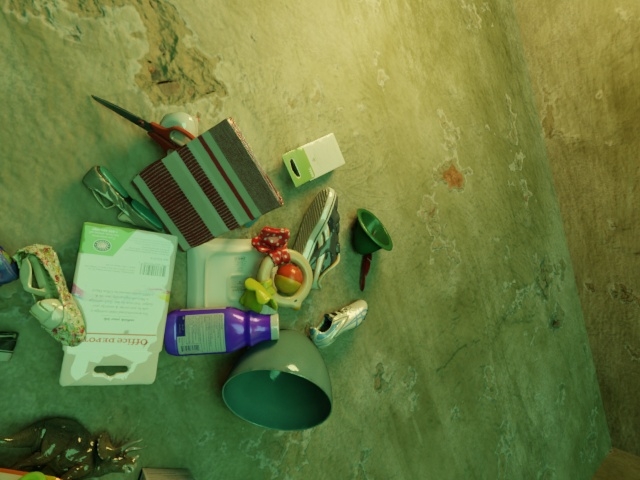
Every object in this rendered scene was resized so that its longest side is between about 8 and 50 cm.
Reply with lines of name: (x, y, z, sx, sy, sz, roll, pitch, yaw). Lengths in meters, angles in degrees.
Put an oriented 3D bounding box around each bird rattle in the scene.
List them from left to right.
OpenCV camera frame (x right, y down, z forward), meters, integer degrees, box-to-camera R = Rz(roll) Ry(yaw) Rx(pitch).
bird rattle: (-0.118, 0.090, 1.160, 0.207, 0.143, 0.253, 28, 63, -24)

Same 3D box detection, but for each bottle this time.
bottle: (-0.249, 0.229, 1.063, 0.283, 0.092, 0.118, -3, 93, -6)

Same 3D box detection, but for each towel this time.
towel: (-0.283, -0.124, 1.021, 0.237, 0.329, 0.037, 60, 23, -17)

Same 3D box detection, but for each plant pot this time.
plant pot: (-0.105, 0.363, 1.150, 0.290, 0.290, 0.195, 44, 31, -25)

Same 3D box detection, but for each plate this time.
plate: (-0.236, 0.131, 1.177, 0.278, 0.045, 0.277, 1, 88, -32)

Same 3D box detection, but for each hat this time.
hat: (0.130, 0.021, 1.428, 0.173, 0.184, 0.208, 27, 33, -36)

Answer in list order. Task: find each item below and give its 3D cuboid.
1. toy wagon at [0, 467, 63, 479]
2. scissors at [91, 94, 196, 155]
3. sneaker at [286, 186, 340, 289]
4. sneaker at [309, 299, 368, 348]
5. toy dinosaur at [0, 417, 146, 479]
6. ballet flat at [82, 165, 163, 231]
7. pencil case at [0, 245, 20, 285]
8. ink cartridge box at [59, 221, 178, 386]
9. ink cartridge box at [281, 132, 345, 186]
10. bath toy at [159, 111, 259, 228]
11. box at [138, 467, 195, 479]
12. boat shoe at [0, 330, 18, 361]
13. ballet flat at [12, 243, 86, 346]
toy wagon: (-0.627, 0.525, 0.821, 0.345, 0.068, 0.267, 8, 127, 2)
scissors: (-0.414, -0.284, 1.005, 0.297, 0.109, 0.021, 42, 32, -9)
sneaker: (0.000, 0.000, 1.286, 0.128, 0.126, 0.320, 23, 88, -25)
sneaker: (0.065, 0.256, 1.346, 0.237, 0.085, 0.086, -32, 111, -30)
toy dinosaur: (-0.578, 0.473, 0.924, 0.314, 0.121, 0.160, 37, 46, -18)
ballet flat: (-0.486, -0.087, 1.015, 0.068, 0.072, 0.213, -39, 111, 2)
pencil case: (-0.758, 0.096, 0.794, 0.306, 0.133, 0.119, -35, 132, -27)
ink cartridge box: (-0.474, 0.148, 0.975, 0.207, 0.119, 0.352, 10, 83, -29)
ink cartridge box: (-0.032, -0.251, 1.304, 0.209, 0.062, 0.108, -31, 106, -29)
bath toy: (-0.282, -0.192, 1.106, 0.348, 0.152, 0.129, 50, 29, -16)
box: (-0.378, 0.629, 1.021, 0.126, 0.137, 0.072, 21, 79, -31)
boat shoe: (-0.705, 0.189, 0.810, 0.219, 0.078, 0.070, 58, 42, -66)
ballet flat: (-0.565, 0.113, 0.849, 0.091, 0.077, 0.240, -34, 77, 7)
